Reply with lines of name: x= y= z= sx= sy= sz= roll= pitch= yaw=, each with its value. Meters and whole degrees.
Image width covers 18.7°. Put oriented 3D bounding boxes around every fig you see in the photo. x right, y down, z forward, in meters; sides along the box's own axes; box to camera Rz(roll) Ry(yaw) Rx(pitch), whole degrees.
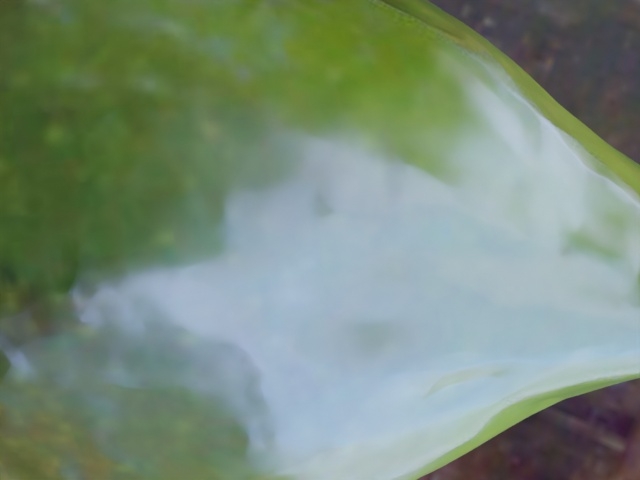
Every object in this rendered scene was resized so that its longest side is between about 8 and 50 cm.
fig: x=0.000 y=0.000 z=0.548 sx=0.206 sy=0.275 sz=0.206 roll=10 pitch=90 yaw=-72
